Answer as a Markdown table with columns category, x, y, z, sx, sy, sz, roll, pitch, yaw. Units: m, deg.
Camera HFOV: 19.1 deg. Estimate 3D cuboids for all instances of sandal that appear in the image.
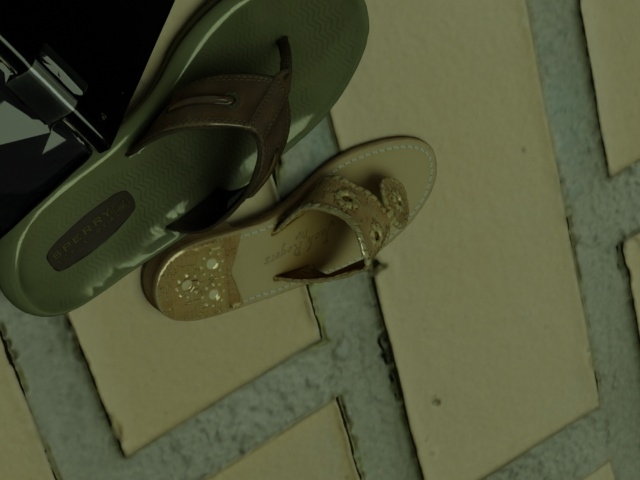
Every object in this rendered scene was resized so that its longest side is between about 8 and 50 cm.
| category | x | y | z | sx | sy | sz | roll | pitch | yaw |
| --- | --- | --- | --- | --- | --- | --- | --- | --- | --- |
| sandal | 0.001 | 0.006 | 1.303 | 0.240 | 0.079 | 0.088 | -23 | 122 | -24 |
| sandal | -0.076 | -0.054 | 1.221 | 0.303 | 0.086 | 0.120 | -45 | 128 | -9 |

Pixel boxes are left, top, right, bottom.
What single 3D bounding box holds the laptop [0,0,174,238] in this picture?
| category | x | y | z | sx | sy | sz | roll | pitch | yaw |
| --- | --- | --- | --- | --- | --- | --- | --- | --- | --- |
| laptop | -0.287 | -0.168 | 0.906 | 0.382 | 0.236 | 0.408 | 46 | 41 | -28 |
